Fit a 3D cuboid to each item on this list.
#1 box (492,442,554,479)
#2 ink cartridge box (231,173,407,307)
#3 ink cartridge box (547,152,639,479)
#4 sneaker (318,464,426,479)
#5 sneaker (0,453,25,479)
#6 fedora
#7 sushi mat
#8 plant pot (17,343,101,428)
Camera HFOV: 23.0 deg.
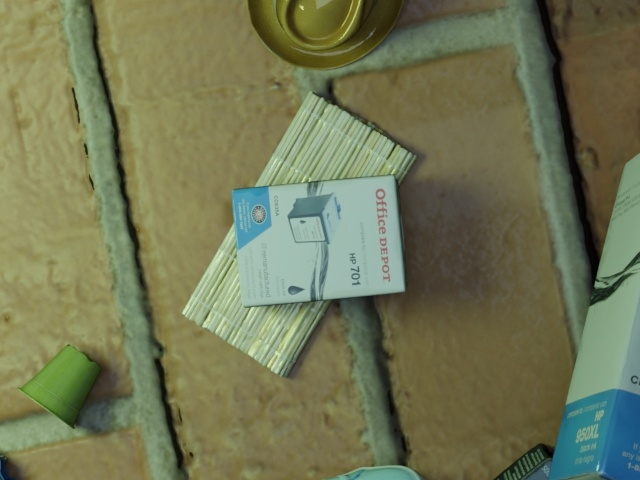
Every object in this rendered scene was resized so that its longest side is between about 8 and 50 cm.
[{"bbox_3d":[0.206,0.382,1.795,0.270,0.143,0.165,-40,87,3],"label":"box"},{"bbox_3d":[0.000,0.000,1.821,0.191,0.082,0.139,-6,90,5],"label":"ink cartridge box"},{"bbox_3d":[0.444,0.112,1.704,0.286,0.166,0.394,18,74,-6],"label":"ink cartridge box"},{"bbox_3d":[-0.049,0.341,1.792,0.366,0.150,0.135,-23,61,3],"label":"sneaker"},{"bbox_3d":[-0.412,0.263,1.884,0.059,0.053,0.144,-40,96,4],"label":"sneaker"},{"bbox_3d":[0.007,-0.280,1.814,0.194,0.079,0.194,-1,114,-1],"label":"fedora"},{"bbox_3d":[-0.025,-0.008,1.873,0.151,0.019,0.316,30,92,4],"label":"sushi mat"},{"bbox_3d":[-0.303,0.169,1.867,0.083,0.083,0.079,35,81,3],"label":"plant pot"}]
